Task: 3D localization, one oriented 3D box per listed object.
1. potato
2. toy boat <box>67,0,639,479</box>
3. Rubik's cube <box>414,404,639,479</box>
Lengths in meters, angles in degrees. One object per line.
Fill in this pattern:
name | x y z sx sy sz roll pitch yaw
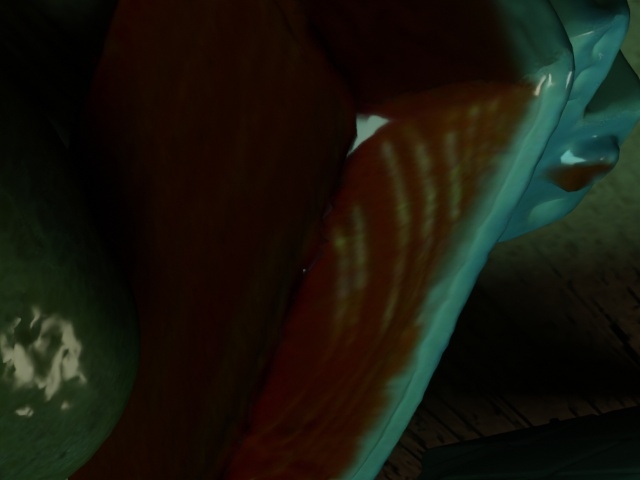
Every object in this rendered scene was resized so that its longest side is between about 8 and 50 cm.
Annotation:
potato | -0.162 -0.006 0.532 0.235 0.160 0.178 37 132 -2
toy boat | 0.000 0.000 0.582 0.133 0.145 0.332 -16 154 -28
Rubik's cube | 0.111 0.184 0.691 0.224 0.213 0.265 -11 -179 3
